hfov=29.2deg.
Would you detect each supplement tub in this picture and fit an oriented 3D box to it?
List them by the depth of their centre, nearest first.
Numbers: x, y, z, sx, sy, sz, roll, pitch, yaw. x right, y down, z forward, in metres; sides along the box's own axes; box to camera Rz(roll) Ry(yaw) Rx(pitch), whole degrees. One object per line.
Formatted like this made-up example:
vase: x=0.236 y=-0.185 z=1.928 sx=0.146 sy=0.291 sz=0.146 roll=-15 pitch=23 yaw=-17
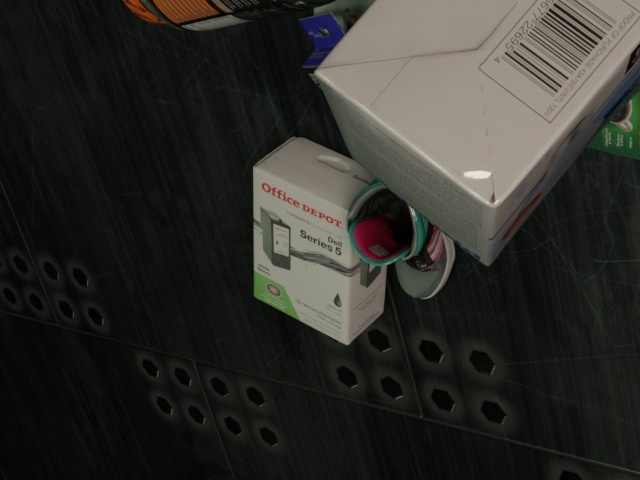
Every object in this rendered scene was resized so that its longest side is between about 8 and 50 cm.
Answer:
supplement tub: x=-0.122 y=-0.400 z=1.677 sx=0.338 sy=0.207 sz=0.207 roll=-1 pitch=119 yaw=44

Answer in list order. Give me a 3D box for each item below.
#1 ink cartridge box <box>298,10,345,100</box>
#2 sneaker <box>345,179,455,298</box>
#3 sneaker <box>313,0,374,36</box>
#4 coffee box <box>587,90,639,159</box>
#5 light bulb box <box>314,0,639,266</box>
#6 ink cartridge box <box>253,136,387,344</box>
ink cartridge box: x=0.037 y=-0.218 z=1.706 sx=0.208 sy=0.045 sz=0.206 roll=54 pitch=174 yaw=-13
sneaker: x=0.119 y=0.001 z=1.782 sx=0.124 sy=0.178 sz=0.295 roll=24 pitch=135 yaw=28
sneaker: x=0.087 y=-0.273 z=1.645 sx=0.290 sy=0.123 sz=0.106 roll=20 pitch=134 yaw=34
coffee box: x=0.367 y=-0.164 z=1.526 sx=0.184 sy=0.040 sz=0.113 roll=17 pitch=131 yaw=35
light bulb box: x=0.207 y=-0.194 z=1.303 sx=0.225 sy=0.358 sz=0.361 roll=40 pitch=178 yaw=12
ink cartridge box: x=0.000 y=0.000 z=1.946 sx=0.198 sy=0.115 sz=0.273 roll=26 pitch=135 yaw=28
